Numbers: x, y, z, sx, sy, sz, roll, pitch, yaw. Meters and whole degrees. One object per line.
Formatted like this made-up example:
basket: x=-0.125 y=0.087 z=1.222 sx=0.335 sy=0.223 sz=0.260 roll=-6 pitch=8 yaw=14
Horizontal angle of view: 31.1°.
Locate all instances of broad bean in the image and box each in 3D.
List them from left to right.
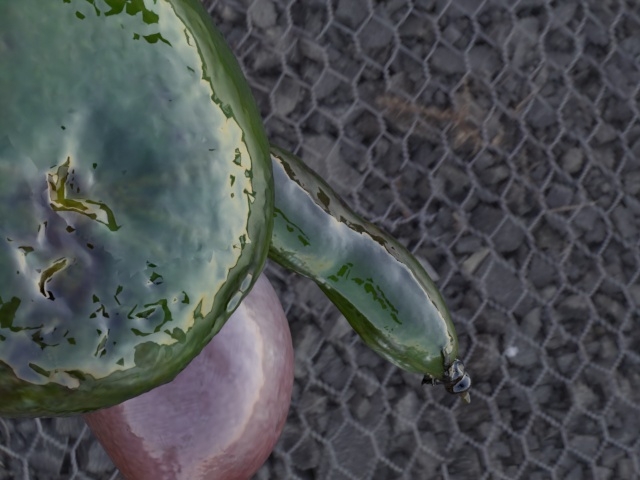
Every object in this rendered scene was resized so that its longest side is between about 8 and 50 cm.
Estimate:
broad bean: x=0.000 y=0.000 z=0.781 sx=0.339 sy=0.061 sz=0.077 roll=40 pitch=50 yaw=-18

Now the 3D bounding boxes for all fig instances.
fig: x=-0.145 y=-0.032 z=0.501 sx=0.203 sy=0.235 sz=0.203 roll=0 pitch=90 yaw=-36

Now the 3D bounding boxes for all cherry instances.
cherry: x=-0.114 y=0.113 z=1.020 sx=0.206 sy=0.239 sz=0.239 roll=-35 pitch=85 yaw=-14
